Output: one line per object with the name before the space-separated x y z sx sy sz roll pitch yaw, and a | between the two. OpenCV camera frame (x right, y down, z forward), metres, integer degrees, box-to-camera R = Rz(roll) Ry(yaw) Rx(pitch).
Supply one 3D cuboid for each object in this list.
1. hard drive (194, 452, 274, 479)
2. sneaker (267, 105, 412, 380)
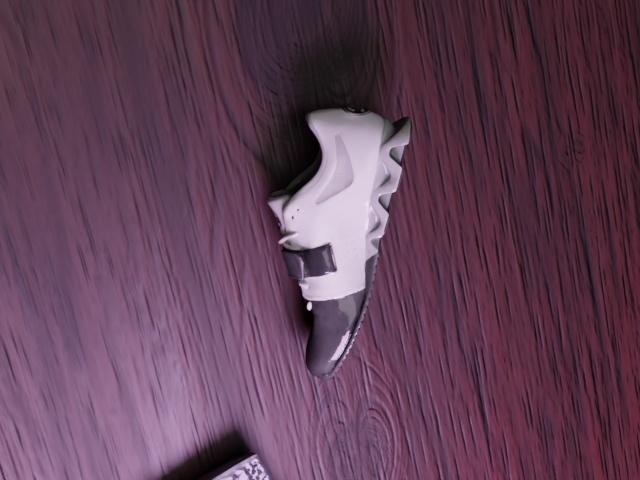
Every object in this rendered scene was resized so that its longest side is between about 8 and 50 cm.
hard drive | -0.152 0.386 1.401 0.255 0.054 0.172 -35 113 -12
sneaker | 0.000 0.000 1.358 0.146 0.122 0.330 11 99 -7
